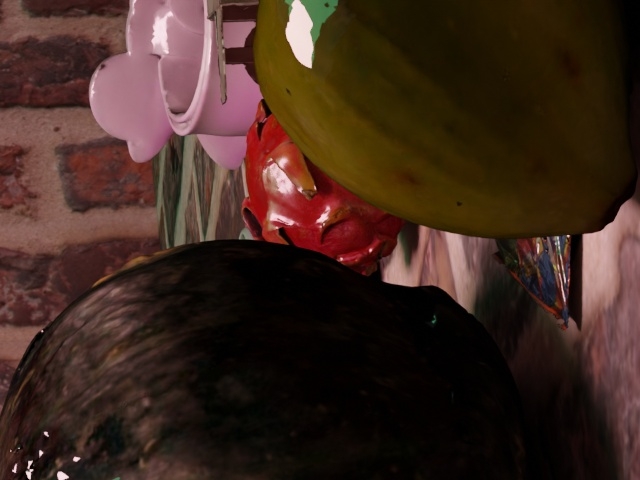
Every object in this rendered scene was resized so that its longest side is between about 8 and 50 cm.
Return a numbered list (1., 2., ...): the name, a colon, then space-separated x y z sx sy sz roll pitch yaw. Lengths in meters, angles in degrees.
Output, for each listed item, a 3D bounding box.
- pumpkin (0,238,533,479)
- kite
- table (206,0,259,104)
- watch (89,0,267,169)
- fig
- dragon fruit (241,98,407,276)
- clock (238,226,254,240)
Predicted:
1. pumpkin: -0.037 0.219 1.201 0.454 0.344 0.454 175 90 -86
2. kite: 0.128 -0.037 1.136 0.232 0.009 0.189 105 161 -58
3. table: -0.010 -0.186 1.483 0.062 0.146 0.175 167 100 -78
4. watch: -0.112 -0.180 2.027 0.217 0.211 0.248 -142 57 -66
5. fig: 0.075 -0.099 0.992 0.225 0.203 0.203 41 159 8
6. dragon fruit: 0.001 -0.052 1.505 0.133 0.136 0.166 0 -98 -58
7. clock: -0.047 0.051 2.035 0.159 0.066 0.211 -118 27 -67
